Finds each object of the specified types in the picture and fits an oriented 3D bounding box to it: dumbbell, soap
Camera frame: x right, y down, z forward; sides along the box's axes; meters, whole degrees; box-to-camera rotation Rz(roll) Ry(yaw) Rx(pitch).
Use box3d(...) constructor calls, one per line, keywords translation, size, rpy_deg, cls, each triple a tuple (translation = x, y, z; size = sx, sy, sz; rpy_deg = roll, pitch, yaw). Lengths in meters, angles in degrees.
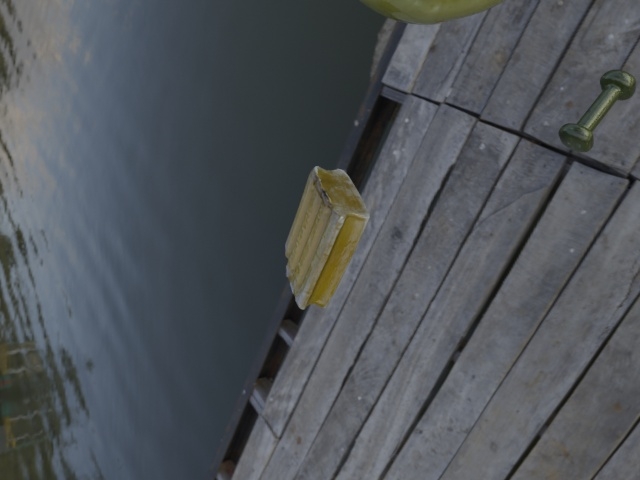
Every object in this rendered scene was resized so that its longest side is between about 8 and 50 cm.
box3d(translation=(0.388, -0.181, 0.651), size=(0.118, 0.052, 0.046), rpy_deg=(-51, 46, -1), cls="dumbbell")
box3d(translation=(0.000, 0.000, 0.843), size=(0.140, 0.073, 0.232), rpy_deg=(-112, 33, -42), cls="soap")

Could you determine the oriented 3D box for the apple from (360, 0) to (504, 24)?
box3d(translation=(0.104, -0.318, 0.369), size=(0.262, 0.262, 0.262), rpy_deg=(-5, 83, 44), cls="apple")
